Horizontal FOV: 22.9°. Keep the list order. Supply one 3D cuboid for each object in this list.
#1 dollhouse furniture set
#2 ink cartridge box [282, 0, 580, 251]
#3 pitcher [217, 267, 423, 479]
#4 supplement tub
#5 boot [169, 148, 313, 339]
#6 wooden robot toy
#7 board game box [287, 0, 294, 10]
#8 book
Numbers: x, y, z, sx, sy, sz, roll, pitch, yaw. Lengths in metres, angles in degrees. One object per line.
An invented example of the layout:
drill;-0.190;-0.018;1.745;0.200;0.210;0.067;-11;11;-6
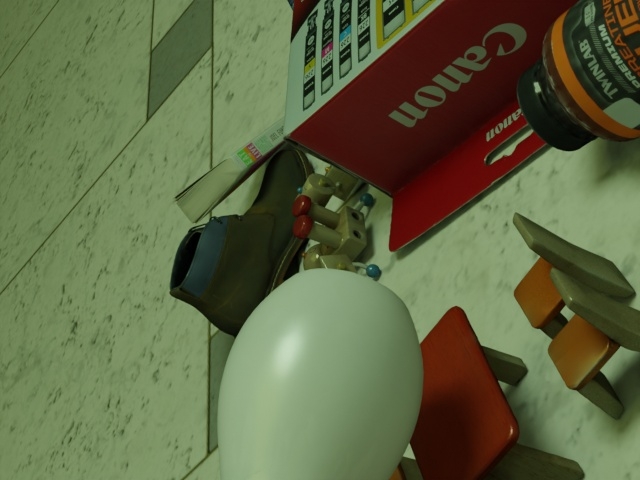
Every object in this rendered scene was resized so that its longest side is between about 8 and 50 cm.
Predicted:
dollhouse furniture set;0.098;0.140;1.017;0.262;0.135;0.259;-53;27;18
ink cartridge box;0.112;-0.183;1.307;0.309;0.130;0.272;-39;35;39
pitcher;-0.012;0.138;1.003;0.178;0.125;0.207;104;-177;-61
supplement tub;0.226;-0.135;1.083;0.198;0.106;0.106;-37;36;43
boot;-0.073;-0.013;1.508;0.082;0.106;0.219;-31;40;47
wooden robot toy;0.000;0.000;1.412;0.079;0.076;0.173;-57;24;37
board game box;0.039;-0.265;1.597;0.194;0.060;0.194;-46;32;30
book;-0.072;-0.080;1.584;0.096;0.035;0.144;-38;2;40
